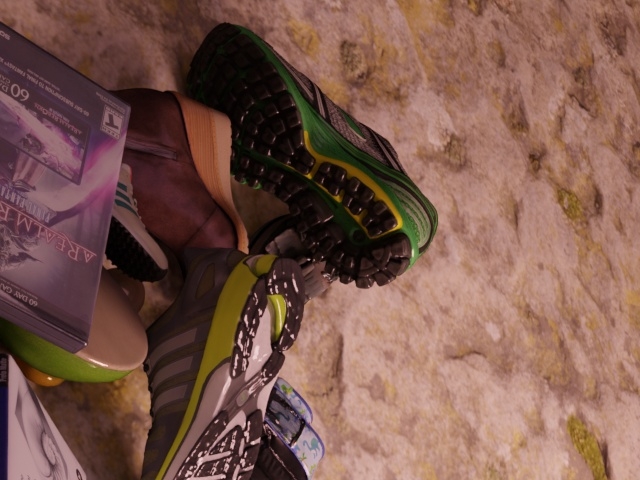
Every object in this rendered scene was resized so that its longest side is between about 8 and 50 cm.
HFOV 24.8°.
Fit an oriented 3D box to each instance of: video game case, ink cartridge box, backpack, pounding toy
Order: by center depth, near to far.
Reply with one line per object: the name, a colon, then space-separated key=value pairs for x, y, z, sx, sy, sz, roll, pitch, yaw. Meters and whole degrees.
ink cartridge box: x=-0.241 y=0.197 z=1.137 sx=0.223 sy=0.045 sz=0.224 roll=-106 pitch=173 yaw=-51
video game case: x=-0.257 y=-0.061 z=1.207 sx=0.196 sy=0.026 sz=0.274 roll=33 pitch=41 yaw=-30
pounding toy: x=-0.255 y=0.067 z=1.295 sx=0.183 sy=0.110 sz=0.237 roll=42 pitch=15 yaw=-14
backpack: x=-0.053 y=0.194 z=1.438 sx=0.114 sy=0.105 sz=0.084 roll=53 pitch=41 yaw=-20

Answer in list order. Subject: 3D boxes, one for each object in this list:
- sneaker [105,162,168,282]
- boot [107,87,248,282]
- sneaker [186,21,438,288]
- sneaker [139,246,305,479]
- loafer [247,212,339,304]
sneaker: x=-0.189 y=-0.036 z=1.359 sx=0.161 sy=0.057 sz=0.075 roll=44 pitch=50 yaw=4
boot: x=-0.182 y=-0.037 z=1.447 sx=0.207 sy=0.090 sz=0.248 roll=7 pitch=69 yaw=-33
sneaker: x=-0.013 y=-0.097 z=1.576 sx=0.343 sy=0.134 sz=0.146 roll=50 pitch=30 yaw=8
sneaker: x=-0.116 y=0.142 z=1.346 sx=0.111 sy=0.121 sz=0.300 roll=25 pitch=87 yaw=-53
loafer: x=0.000 y=0.000 z=1.611 sx=0.096 sy=0.084 sz=0.267 roll=59 pitch=39 yaw=-9
